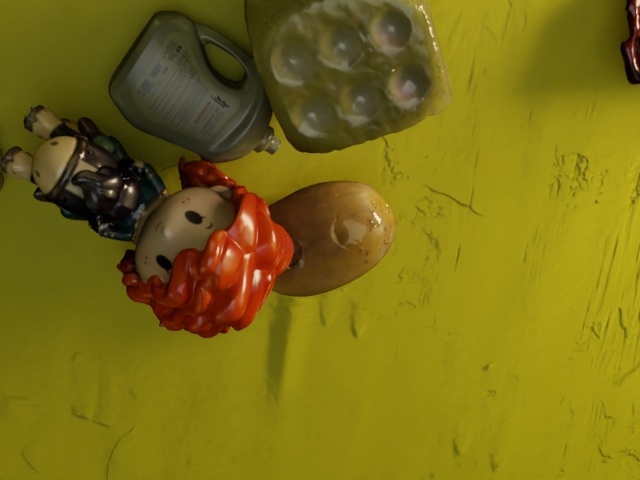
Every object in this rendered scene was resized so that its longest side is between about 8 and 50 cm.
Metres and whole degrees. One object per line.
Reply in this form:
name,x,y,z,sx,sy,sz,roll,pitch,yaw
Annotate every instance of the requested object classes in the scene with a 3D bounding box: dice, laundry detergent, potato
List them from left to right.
laundry detergent,-0.164,-0.204,1.776,0.253,0.091,0.181,32,100,-17
potato,0.000,0.000,1.850,0.234,0.146,0.150,-20,68,15
dice,0.040,-0.268,1.684,0.238,0.233,0.226,-17,116,8

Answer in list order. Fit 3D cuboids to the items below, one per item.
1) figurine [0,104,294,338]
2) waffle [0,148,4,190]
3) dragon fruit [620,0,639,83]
figurine,-0.246,-0.039,1.716,0.412,0.306,0.241,37,74,-17
waffle,-0.558,-0.095,1.799,0.192,0.046,0.160,6,113,-9
dragon fruit,0.596,-0.350,1.810,0.329,0.228,0.286,-19,81,22
